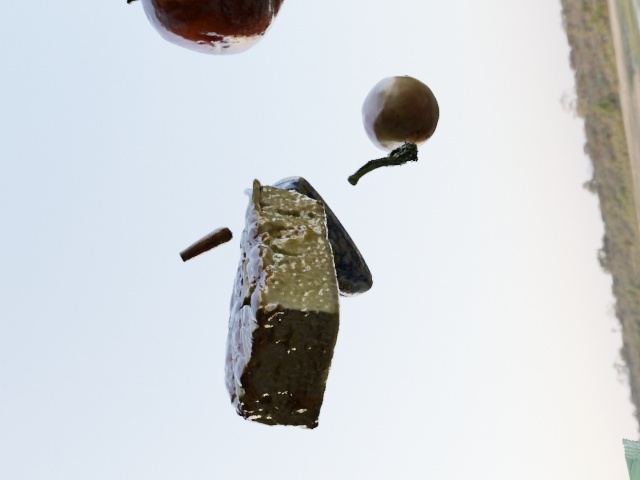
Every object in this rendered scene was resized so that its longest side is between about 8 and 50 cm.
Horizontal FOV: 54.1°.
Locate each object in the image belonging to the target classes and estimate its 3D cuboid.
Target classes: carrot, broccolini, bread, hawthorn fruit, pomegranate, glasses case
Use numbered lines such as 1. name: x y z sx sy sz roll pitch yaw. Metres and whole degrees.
1. carrot: -0.187 0.006 1.029 0.032 0.093 0.032 61 175 10
2. broccolini: 0.127 -0.151 1.240 0.239 0.051 0.054 -30 -91 -49
3. bread: -0.051 0.068 0.743 0.274 0.114 0.184 -102 19 -57
4. hawthorn fruit: -0.194 -0.402 0.978 0.242 0.272 0.242 27 -122 -55
5. pomegranate: 0.183 -0.297 1.472 0.191 0.191 0.191 35 -129 -58
6. glasses case: 0.000 0.000 1.030 0.248 0.087 0.065 52 -141 -29

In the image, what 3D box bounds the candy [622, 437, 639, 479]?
1. candy: 0.601 0.473 1.103 0.149 0.069 0.246 134 122 -76
